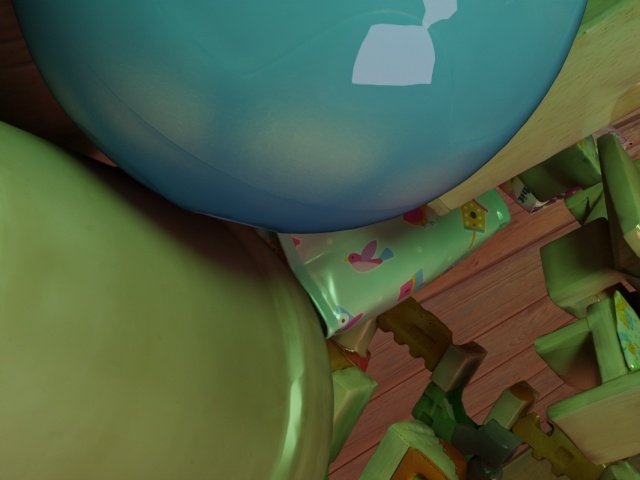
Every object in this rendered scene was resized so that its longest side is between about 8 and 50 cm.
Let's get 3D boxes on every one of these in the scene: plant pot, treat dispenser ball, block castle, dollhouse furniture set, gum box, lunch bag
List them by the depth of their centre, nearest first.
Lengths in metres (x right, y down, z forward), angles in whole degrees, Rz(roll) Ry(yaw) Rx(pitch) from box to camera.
[{"bbox_3d":[-0.010,-0.147,0.447,0.288,0.288,0.288,-33,151,-21],"label":"treat dispenser ball"},{"bbox_3d":[-0.180,0.066,0.470,0.323,0.323,0.280,-42,154,-4],"label":"plant pot"},{"bbox_3d":[0.265,-0.048,0.664,0.256,0.362,0.394,-30,124,28],"label":"dollhouse furniture set"},{"bbox_3d":[0.000,0.000,0.806,0.223,0.160,0.262,-28,180,-30],"label":"lunch bag"},{"bbox_3d":[0.091,0.237,0.955,0.303,0.453,0.212,-2,125,-53],"label":"block castle"},{"bbox_3d":[0.293,-0.113,1.103,0.188,0.107,0.062,-22,146,-36],"label":"gum box"}]
